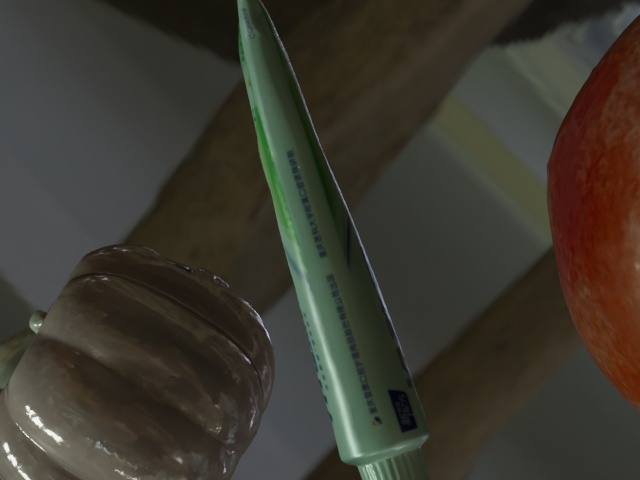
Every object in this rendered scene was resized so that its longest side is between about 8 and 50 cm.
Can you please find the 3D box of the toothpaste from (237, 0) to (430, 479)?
[{"bbox_3d":[0.000,0.000,1.000,0.075,0.048,0.296,88,164,-83],"label":"toothpaste"}]

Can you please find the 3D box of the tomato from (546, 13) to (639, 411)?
[{"bbox_3d":[0.231,-0.017,0.923,0.265,0.265,0.265,25,-143,-20],"label":"tomato"}]

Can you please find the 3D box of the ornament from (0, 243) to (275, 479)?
[{"bbox_3d":[-0.119,0.087,1.126,0.177,0.177,0.177,25,-143,-20],"label":"ornament"}]
